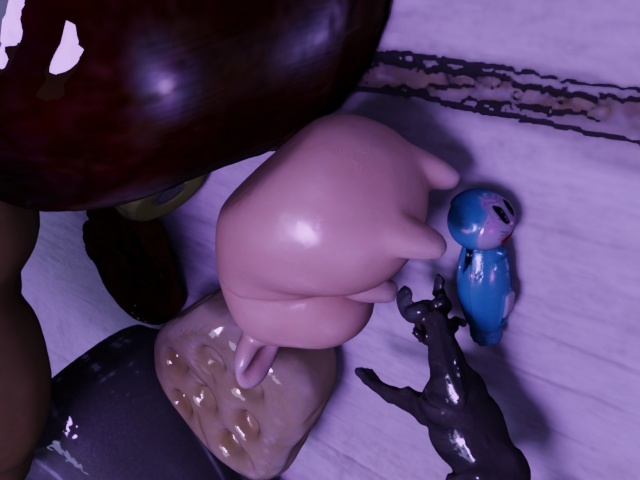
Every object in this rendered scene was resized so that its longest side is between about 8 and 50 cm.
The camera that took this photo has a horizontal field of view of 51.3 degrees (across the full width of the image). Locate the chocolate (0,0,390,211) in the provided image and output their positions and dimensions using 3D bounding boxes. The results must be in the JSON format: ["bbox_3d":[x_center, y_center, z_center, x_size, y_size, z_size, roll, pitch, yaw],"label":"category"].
[{"bbox_3d":[-0.176,-0.203,0.484,0.383,0.331,0.384,25,128,37],"label":"chocolate"}]

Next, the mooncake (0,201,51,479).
[{"bbox_3d":[-0.428,0.043,0.657,0.467,0.262,0.467,3,93,58],"label":"mooncake"}]

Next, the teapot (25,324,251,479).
[{"bbox_3d":[-0.204,0.308,0.872,0.344,0.253,0.300,49,171,8],"label":"teapot"}]

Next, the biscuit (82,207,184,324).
[{"bbox_3d":[-0.250,0.025,0.891,0.192,0.049,0.192,26,133,30],"label":"biscuit"}]

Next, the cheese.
[{"bbox_3d":[-0.080,0.150,0.732,0.235,0.117,0.218,4,115,43],"label":"cheese"}]

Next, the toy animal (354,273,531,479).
[{"bbox_3d":[0.103,0.150,0.532,0.148,0.084,0.233,121,131,-72],"label":"toy animal"}]

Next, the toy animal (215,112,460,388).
[{"bbox_3d":[-0.009,0.005,0.538,0.154,0.166,0.250,26,144,-4],"label":"toy animal"}]

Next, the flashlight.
[{"bbox_3d":[0.124,0.021,0.512,0.051,0.051,0.129,17,128,39],"label":"flashlight"}]

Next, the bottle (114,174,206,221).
[{"bbox_3d":[-0.235,-0.150,0.731,0.260,0.112,0.112,53,138,10],"label":"bottle"}]
